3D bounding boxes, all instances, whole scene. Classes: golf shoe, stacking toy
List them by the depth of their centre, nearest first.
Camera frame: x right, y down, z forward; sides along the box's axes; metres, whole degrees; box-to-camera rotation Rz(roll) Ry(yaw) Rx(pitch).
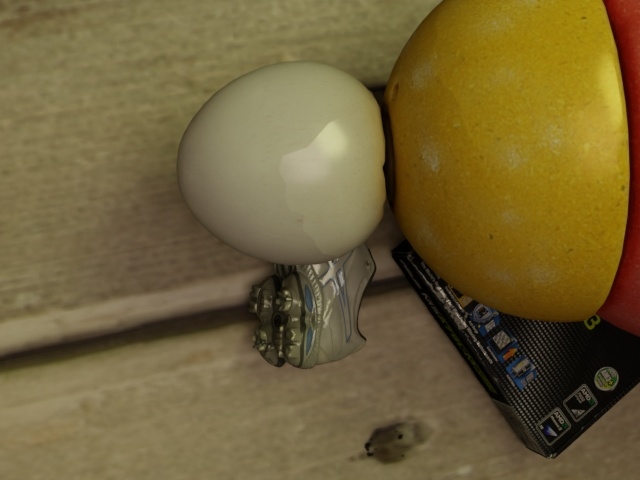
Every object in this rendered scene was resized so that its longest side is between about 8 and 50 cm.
[{"bbox_3d":[0.158,-0.066,0.542,0.480,0.350,0.350,-3,92,-4],"label":"stacking toy"},{"bbox_3d":[0.000,0.000,0.656,0.086,0.069,0.176,2,93,-35],"label":"golf shoe"}]

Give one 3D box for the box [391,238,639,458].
[{"bbox_3d":[0.177,0.030,0.698,0.184,0.045,0.190,-36,99,-10],"label":"box"}]
